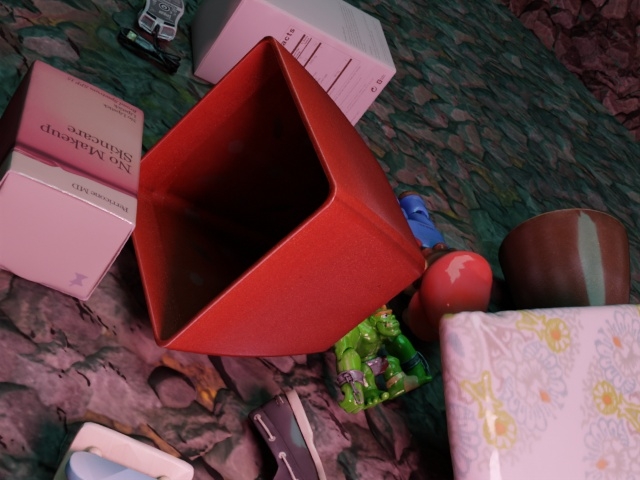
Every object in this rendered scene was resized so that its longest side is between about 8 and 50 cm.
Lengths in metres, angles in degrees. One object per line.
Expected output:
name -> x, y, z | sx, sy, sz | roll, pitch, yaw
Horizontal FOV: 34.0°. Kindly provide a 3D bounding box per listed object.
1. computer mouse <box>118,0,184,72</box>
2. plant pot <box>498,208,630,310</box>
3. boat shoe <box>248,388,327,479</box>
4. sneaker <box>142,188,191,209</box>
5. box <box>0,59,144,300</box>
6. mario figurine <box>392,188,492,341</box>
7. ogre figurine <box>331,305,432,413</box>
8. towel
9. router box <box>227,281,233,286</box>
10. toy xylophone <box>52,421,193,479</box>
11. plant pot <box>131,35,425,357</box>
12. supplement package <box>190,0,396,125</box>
computer mouse -> -0.264, -0.346, 1.693 | 0.106, 0.042, 0.193 | 25, 37, -15
plant pot -> 0.407, 0.104, 1.680 | 0.215, 0.215, 0.230 | 22, 46, -27
boat shoe -> -0.025, 0.258, 1.110 | 0.065, 0.075, 0.206 | -17, 55, -5
sneaker -> -0.137, -0.074, 1.367 | 0.262, 0.121, 0.099 | 5, 43, -45
box -> -0.294, -0.072, 1.179 | 0.148, 0.127, 0.232 | 25, 31, -25
mario figurine -> 0.130, 0.047, 1.547 | 0.198, 0.170, 0.320 | -12, 35, -11
ogre figurine -> 0.066, 0.147, 1.323 | 0.197, 0.097, 0.118 | -16, 77, -39
towel -> 0.305, 0.241, 1.264 | 0.374, 0.090, 0.320 | 0, 77, -34
router box -> -0.095, 0.074, 1.290 | 0.092, 0.038, 0.122 | 11, 39, -41
toy xylophone -> -0.194, 0.266, 0.817 | 0.236, 0.081, 0.322 | 24, 20, -24
plant pot -> -0.037, -0.019, 1.201 | 0.236, 0.267, 0.267 | 27, 31, -42
supplement package -> -0.051, -0.328, 1.767 | 0.293, 0.175, 0.177 | 23, 34, -26
